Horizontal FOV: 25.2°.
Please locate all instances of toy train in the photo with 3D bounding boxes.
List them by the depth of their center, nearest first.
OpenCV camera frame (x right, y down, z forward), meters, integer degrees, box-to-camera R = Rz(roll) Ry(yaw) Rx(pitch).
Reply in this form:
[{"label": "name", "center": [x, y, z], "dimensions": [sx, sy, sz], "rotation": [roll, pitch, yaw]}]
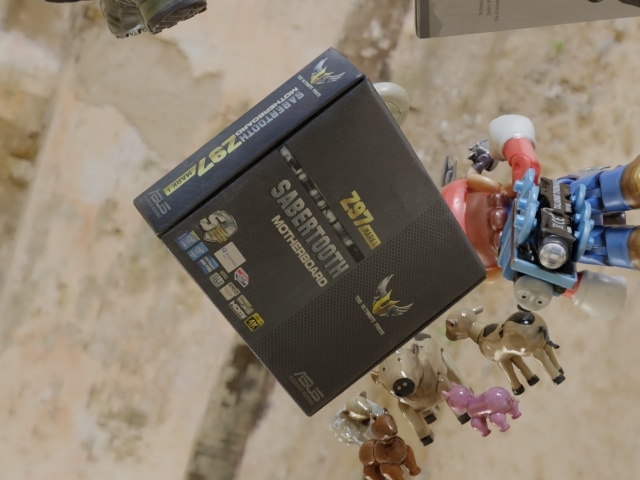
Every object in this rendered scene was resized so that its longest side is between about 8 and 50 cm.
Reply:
[{"label": "toy train", "center": [0.217, 0.002, 1.397], "dimensions": [0.184, 0.080, 0.105], "rotation": [-73, 0, -66]}]

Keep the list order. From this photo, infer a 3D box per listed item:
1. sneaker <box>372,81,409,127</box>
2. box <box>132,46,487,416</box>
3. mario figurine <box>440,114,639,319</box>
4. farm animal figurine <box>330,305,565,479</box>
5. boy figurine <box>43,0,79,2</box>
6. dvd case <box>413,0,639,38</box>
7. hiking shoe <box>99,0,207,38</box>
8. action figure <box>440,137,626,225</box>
[{"label": "sneaker", "center": [0.021, -0.110, 1.194], "dimensions": [0.152, 0.058, 0.084], "rotation": [-39, 33, 47]}, {"label": "box", "center": [0.000, 0.000, 1.059], "dimensions": [0.183, 0.232, 0.059], "rotation": [-38, 40, -4]}, {"label": "mario figurine", "center": [0.268, -0.031, 1.600], "dimensions": [0.320, 0.170, 0.198], "rotation": [-1, 61, 48]}, {"label": "farm animal figurine", "center": [0.163, 0.196, 2.086], "dimensions": [0.330, 0.172, 0.327], "rotation": [-34, 6, -5]}, {"label": "boy figurine", "center": [-0.235, -0.369, 1.310], "dimensions": [0.177, 0.092, 0.285], "rotation": [37, 124, 35]}, {"label": "dvd case", "center": [0.186, -0.242, 1.062], "dimensions": [0.029, 0.239, 0.179], "rotation": [-97, 2, -50]}, {"label": "hiking shoe", "center": [-0.176, -0.265, 1.408], "dimensions": [0.227, 0.086, 0.114], "rotation": [15, 129, 67]}, {"label": "action figure", "center": [0.264, -0.043, 1.923], "dimensions": [0.099, 0.285, 0.185], "rotation": [-89, -4, -61]}]
